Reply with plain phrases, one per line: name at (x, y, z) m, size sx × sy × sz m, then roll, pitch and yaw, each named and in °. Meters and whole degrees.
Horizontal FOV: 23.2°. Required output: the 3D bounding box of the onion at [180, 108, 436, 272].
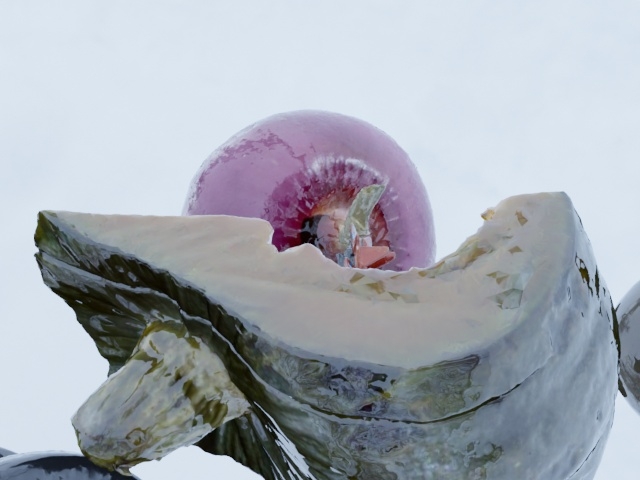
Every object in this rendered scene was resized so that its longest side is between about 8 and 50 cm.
onion at (-0.016, 0.010, 2.079) m, size 0.345 × 0.358 × 0.358 m, roll -87°, pitch -3°, yaw -70°

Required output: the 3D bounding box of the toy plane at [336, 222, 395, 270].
toy plane at (0.032, 0.081, 1.672) m, size 0.061 × 0.130 × 0.189 m, roll 11°, pitch 82°, yaw 17°

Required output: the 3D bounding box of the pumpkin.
pumpkin at (0.004, 0.060, 0.650) m, size 0.131 × 0.248 × 0.126 m, roll 79°, pitch -172°, yaw -48°

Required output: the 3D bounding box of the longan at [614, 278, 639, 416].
longan at (0.307, 0.091, 1.175) m, size 0.185 × 0.204 × 0.159 m, roll 9°, pitch 111°, yaw 9°

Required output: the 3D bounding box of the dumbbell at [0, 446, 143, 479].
dumbbell at (-0.156, 0.170, 0.754) m, size 0.325 × 0.143 × 0.143 m, roll -9°, pitch 93°, yaw 60°
